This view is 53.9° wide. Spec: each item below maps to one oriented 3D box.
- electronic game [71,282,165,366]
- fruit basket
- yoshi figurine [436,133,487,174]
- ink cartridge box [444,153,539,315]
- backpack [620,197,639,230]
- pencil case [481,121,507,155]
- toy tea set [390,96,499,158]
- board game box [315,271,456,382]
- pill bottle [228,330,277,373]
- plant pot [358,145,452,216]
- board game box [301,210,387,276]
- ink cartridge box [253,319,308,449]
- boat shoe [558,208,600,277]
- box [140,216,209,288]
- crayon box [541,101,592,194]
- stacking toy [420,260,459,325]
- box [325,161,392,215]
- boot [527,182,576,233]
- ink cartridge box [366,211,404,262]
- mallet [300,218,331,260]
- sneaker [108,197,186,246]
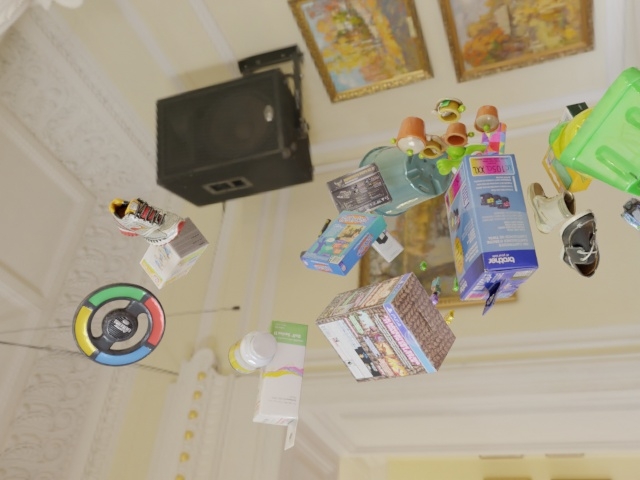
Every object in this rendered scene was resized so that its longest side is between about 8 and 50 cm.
[{"bbox_3d":[-0.512,0.216,1.606,0.048,0.229,0.229,-143,35,-64],"label":"electronic game"},{"bbox_3d":[0.701,-0.231,1.426,0.283,0.392,0.392,-60,-1,29],"label":"fruit basket"},{"bbox_3d":[0.533,-0.232,2.364,0.203,0.204,0.362,91,167,-47],"label":"yoshi figurine"},{"bbox_3d":[0.459,-0.001,1.714,0.270,0.151,0.395,93,172,-68],"label":"ink cartridge box"},{"bbox_3d":[1.103,-0.094,2.195,0.105,0.084,0.114,37,-151,1],"label":"backpack"},{"bbox_3d":[0.684,-0.353,2.507,0.104,0.104,0.236,8,-92,-71],"label":"pencil case"},{"bbox_3d":[0.382,-0.322,1.927,0.200,0.336,0.124,27,-120,-29],"label":"toy tea set"},{"bbox_3d":[0.175,0.245,1.726,0.232,0.291,0.141,56,-134,-14],"label":"board game box"},{"bbox_3d":[-0.190,0.316,1.791,0.103,0.184,0.103,10,-115,-23],"label":"pill bottle"},{"bbox_3d":[0.394,-0.294,2.836,0.341,0.334,0.341,3,-96,-27],"label":"plant pot"},{"bbox_3d":[0.067,0.004,1.787,0.210,0.160,0.047,-48,-55,-25],"label":"board game box"},{"bbox_3d":[-0.127,0.441,1.908,0.207,0.119,0.353,116,161,-65],"label":"ink cartridge box"},{"bbox_3d":[0.554,0.007,1.319,0.079,0.084,0.233,63,-175,32],"label":"boat shoe"},{"bbox_3d":[-0.429,0.038,1.838,0.103,0.203,0.114,51,-133,6],"label":"box"},{"bbox_3d":[0.929,-0.318,2.301,0.323,0.083,0.203,87,168,-58],"label":"crayon box"},{"bbox_3d":[0.425,0.190,2.333,0.052,0.167,0.221,-54,10,46],"label":"stacking toy"},{"bbox_3d":[0.162,-0.202,2.642,0.056,0.231,0.183,94,152,-82],"label":"box"},{"bbox_3d":[0.861,-0.151,2.341,0.165,0.077,0.213,132,138,-55],"label":"boot"},{"bbox_3d":[0.201,-0.012,2.194,0.175,0.072,0.127,46,-178,1],"label":"ink cartridge box"},{"bbox_3d":[0.000,0.000,2.188,0.189,0.062,0.039,-56,-43,-26],"label":"mallet"},{"bbox_3d":[-0.423,-0.049,1.512,0.088,0.225,0.092,-63,-33,-31],"label":"sneaker"}]
